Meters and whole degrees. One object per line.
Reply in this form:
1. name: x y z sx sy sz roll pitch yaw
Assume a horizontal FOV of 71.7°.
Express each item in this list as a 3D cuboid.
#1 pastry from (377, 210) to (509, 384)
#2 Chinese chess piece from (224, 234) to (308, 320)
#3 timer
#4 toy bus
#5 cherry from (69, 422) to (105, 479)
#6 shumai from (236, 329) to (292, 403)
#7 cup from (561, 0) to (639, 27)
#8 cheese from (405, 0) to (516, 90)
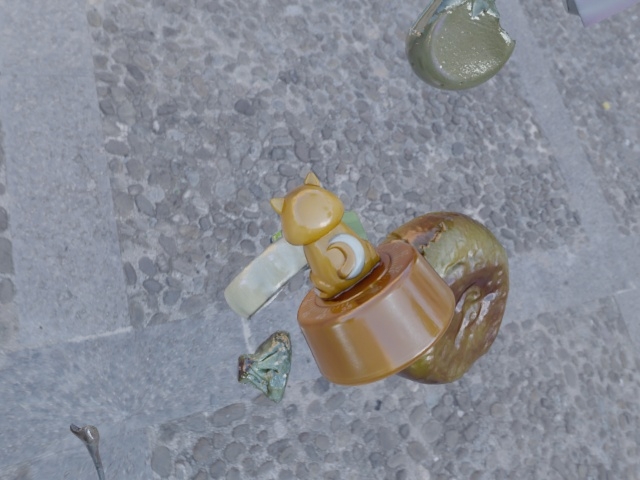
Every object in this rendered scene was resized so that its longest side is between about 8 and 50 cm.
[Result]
1. pastry: 0.220 0.113 0.850 0.356 0.164 0.356 -9 106 -34
2. Chinese chess piece: -0.066 0.046 0.563 0.051 0.122 0.122 48 59 2
3. timer: 0.017 0.018 0.365 0.132 0.132 0.152 -41 105 -31
4. toy bus: 0.000 0.000 0.860 0.175 0.101 0.088 -12 73 -42
5. cherry: -0.200 0.206 0.218 0.148 0.115 0.188 1 103 -8
6. shumai: -0.101 0.215 0.772 0.087 0.099 0.124 12 46 -10
7. cup: 0.557 -0.541 0.700 0.253 0.371 0.253 22 61 -45
8. cheese: 0.251 -0.352 0.788 0.202 0.175 0.091 16 36 -29
